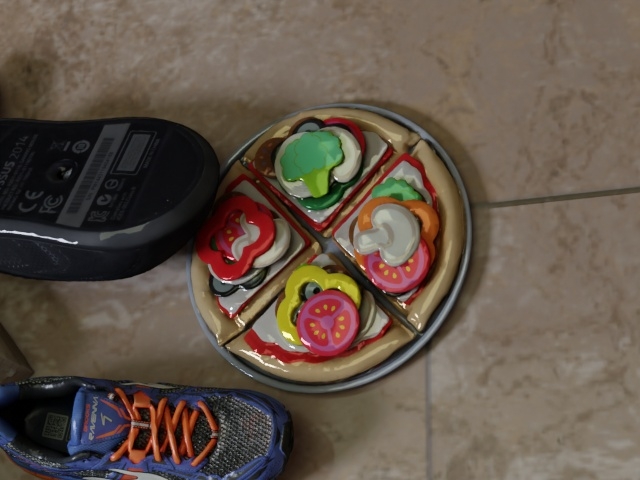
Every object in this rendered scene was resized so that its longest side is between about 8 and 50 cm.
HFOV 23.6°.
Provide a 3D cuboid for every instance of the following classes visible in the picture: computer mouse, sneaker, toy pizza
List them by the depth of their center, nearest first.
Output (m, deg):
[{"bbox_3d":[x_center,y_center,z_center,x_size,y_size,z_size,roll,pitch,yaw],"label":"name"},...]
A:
[{"bbox_3d":[-0.122,0.126,0.981,0.221,0.087,0.083,-2,72,21],"label":"sneaker"},{"bbox_3d":[0.000,0.000,1.007,0.201,0.032,0.201,-7,70,19],"label":"toy pizza"},{"bbox_3d":[-0.187,-0.032,1.064,0.272,0.072,0.188,8,51,23],"label":"computer mouse"}]

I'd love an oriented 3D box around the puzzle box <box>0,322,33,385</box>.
[{"bbox_3d":[-0.432,0.131,1.120,0.409,0.052,0.272,-43,63,3],"label":"puzzle box"}]
